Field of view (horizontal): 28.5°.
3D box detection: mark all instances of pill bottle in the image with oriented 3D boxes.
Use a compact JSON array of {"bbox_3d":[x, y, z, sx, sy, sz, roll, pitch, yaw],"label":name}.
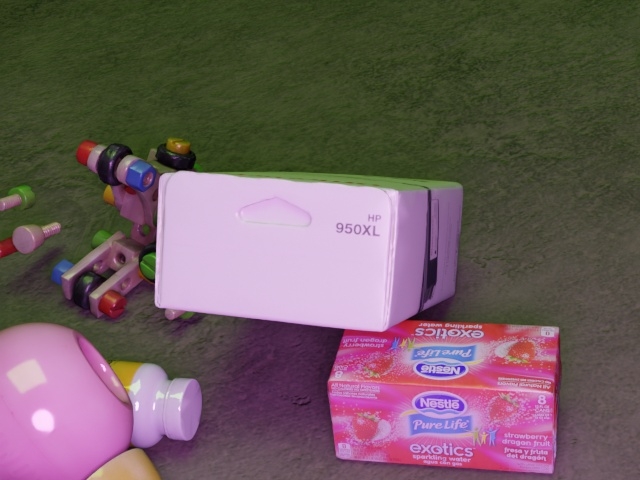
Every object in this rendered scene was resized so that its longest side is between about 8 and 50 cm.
[{"bbox_3d":[-0.242,0.196,1.517,0.184,0.103,0.103,3,33,15],"label":"pill bottle"}]

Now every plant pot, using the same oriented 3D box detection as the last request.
[{"bbox_3d":[-0.207,0.303,1.339,0.095,0.134,0.134,42,51,17],"label":"plant pot"}]

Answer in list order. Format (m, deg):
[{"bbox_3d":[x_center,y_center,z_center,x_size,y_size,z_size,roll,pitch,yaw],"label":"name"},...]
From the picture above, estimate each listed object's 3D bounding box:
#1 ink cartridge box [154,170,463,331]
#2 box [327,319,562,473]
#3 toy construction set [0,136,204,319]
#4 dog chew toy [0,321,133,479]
[{"bbox_3d":[0.000,0.000,1.576,0.286,0.166,0.395,4,4,17],"label":"ink cartridge box"},{"bbox_3d":[0.147,0.177,1.459,0.257,0.122,0.128,2,33,13],"label":"box"},{"bbox_3d":[-0.291,-0.034,1.829,0.309,0.257,0.237,-2,14,27],"label":"toy construction set"},{"bbox_3d":[-0.371,0.238,1.370,0.332,0.206,0.206,-36,37,-2],"label":"dog chew toy"}]
